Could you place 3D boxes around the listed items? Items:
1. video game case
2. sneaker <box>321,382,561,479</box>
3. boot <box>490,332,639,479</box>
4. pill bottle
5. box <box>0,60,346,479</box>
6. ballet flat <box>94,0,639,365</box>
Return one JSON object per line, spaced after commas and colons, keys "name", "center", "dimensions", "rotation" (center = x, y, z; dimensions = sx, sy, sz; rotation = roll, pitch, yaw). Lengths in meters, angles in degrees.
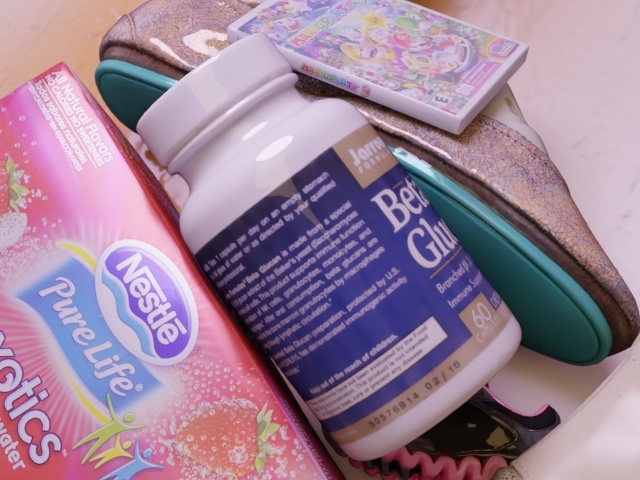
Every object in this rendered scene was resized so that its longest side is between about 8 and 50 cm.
{"name": "video game case", "center": [0.029, -0.094, 0.547], "dimensions": [0.122, 0.011, 0.087], "rotation": [24, 41, 18]}
{"name": "sneaker", "center": [0.061, 0.089, 0.543], "dimensions": [0.119, 0.047, 0.057], "rotation": [13, 66, -2]}
{"name": "boot", "center": [0.199, 0.150, 0.469], "dimensions": [0.203, 0.095, 0.262], "rotation": [-43, 87, 0]}
{"name": "pill bottle", "center": [0.000, 0.000, 0.483], "dimensions": [0.094, 0.094, 0.169], "rotation": [-37, 91, -4]}
{"name": "box", "center": [-0.091, 0.064, 0.533], "dimensions": [0.122, 0.128, 0.257], "rotation": [-33, 69, -2]}
{"name": "ballet flat", "center": [0.031, -0.056, 0.571], "dimensions": [0.316, 0.108, 0.106], "rotation": [30, 62, 17]}
